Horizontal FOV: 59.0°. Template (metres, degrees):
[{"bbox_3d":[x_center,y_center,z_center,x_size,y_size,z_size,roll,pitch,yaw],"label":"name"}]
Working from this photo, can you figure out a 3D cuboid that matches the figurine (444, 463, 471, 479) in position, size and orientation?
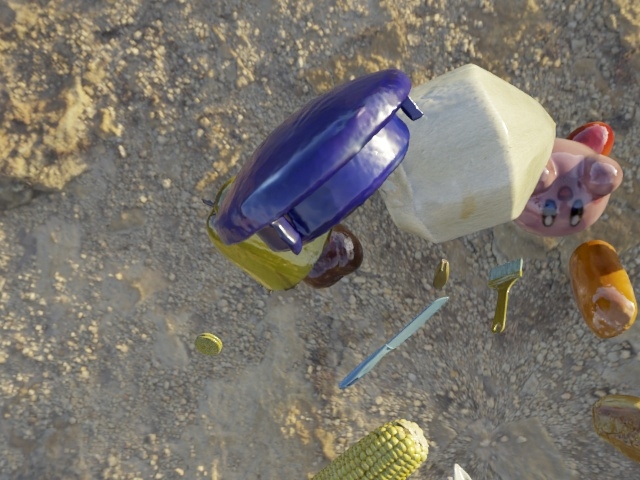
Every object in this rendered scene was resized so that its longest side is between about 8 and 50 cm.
[{"bbox_3d":[0.168,0.305,0.554,0.098,0.081,0.146,29,35,-11],"label":"figurine"}]

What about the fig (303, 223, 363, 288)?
[{"bbox_3d":[0.001,0.001,1.432,0.170,0.146,0.274,-40,44,14],"label":"fig"}]

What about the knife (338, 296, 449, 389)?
[{"bbox_3d":[0.158,0.224,1.223,0.313,0.044,0.019,-44,45,12],"label":"knife"}]

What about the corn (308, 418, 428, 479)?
[{"bbox_3d":[0.041,0.339,0.786,0.248,0.081,0.081,-41,65,9],"label":"corn"}]

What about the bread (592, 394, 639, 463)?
[{"bbox_3d":[0.804,0.478,1.380,0.132,0.294,0.167,-62,23,-12],"label":"bread"}]

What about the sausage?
[{"bbox_3d":[0.500,0.083,1.015,0.098,0.098,0.238,-3,31,15],"label":"sausage"}]

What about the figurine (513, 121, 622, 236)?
[{"bbox_3d":[0.507,-0.120,1.231,0.270,0.211,0.261,1,34,8],"label":"figurine"}]

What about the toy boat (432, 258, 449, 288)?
[{"bbox_3d":[0.399,0.115,1.871,0.047,0.149,0.048,13,57,9],"label":"toy boat"}]

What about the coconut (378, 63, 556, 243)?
[{"bbox_3d":[0.208,-0.128,0.830,0.266,0.237,0.237,-23,66,8],"label":"coconut"}]

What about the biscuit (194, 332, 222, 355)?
[{"bbox_3d":[-0.338,0.313,1.704,0.084,0.084,0.023,-2,37,16],"label":"biscuit"}]

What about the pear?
[{"bbox_3d":[-0.106,-0.043,0.981,0.267,0.178,0.266,-17,65,43],"label":"pear"}]

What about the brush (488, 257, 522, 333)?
[{"bbox_3d":[0.391,0.121,1.218,0.083,0.011,0.205,-27,28,40],"label":"brush"}]

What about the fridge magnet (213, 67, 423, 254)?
[{"bbox_3d":[-0.006,-0.085,0.619,0.265,0.265,0.112,-42,104,-1],"label":"fridge magnet"}]
